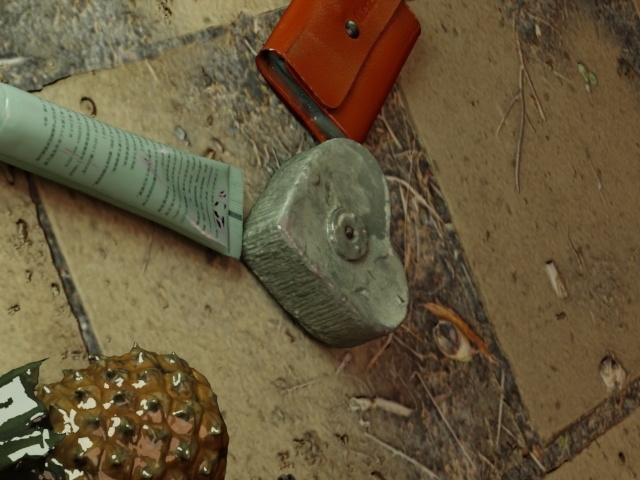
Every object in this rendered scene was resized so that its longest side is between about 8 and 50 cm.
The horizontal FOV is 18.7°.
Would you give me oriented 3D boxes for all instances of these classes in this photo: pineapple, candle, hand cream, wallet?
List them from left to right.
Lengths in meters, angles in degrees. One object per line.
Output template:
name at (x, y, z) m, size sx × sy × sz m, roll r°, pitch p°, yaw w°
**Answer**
pineapple at (-0.226, 0.165, 1.363) m, size 0.364 × 0.165 × 0.166 m, roll -5°, pitch 80°, yaw -48°
hand cream at (-0.175, -0.066, 1.585) m, size 0.331 × 0.058 × 0.085 m, roll 20°, pitch 60°, yaw -43°
candle at (0.000, 0.000, 1.750) m, size 0.168 × 0.068 × 0.192 m, roll 2°, pitch 70°, yaw -47°
wallet at (0.024, -0.190, 1.866) m, size 0.142 × 0.045 × 0.204 m, roll 50°, pitch 44°, yaw -23°

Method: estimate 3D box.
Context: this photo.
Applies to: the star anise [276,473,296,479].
star anise at (-0.023, 0.319, 1.607) m, size 0.172 × 0.063 × 0.208 m, roll 49°, pitch 46°, yaw -32°
